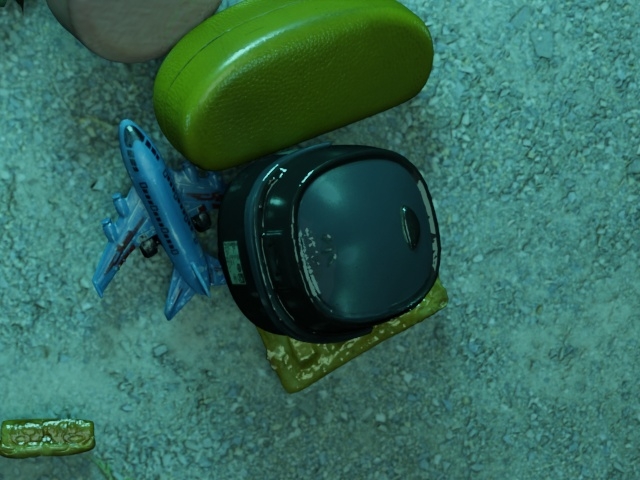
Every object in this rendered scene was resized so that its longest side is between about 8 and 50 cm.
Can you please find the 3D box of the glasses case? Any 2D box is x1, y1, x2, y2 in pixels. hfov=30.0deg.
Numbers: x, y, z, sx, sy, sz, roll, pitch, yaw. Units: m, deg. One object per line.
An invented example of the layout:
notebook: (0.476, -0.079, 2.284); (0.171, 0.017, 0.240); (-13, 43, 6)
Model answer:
glasses case: (-0.039, -0.229, 1.534); (0.371, 0.141, 0.173); (-23, 132, -21)

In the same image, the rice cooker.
rice cooker: (0.000, 0.000, 1.494); (0.267, 0.224, 0.267); (0, 90, -32)

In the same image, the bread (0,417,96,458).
bread: (-0.364, 0.263, 1.587); (0.132, 0.074, 0.053); (0, 81, -17)

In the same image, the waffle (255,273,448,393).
waffle: (0.032, 0.080, 1.674); (0.274, 0.057, 0.168); (-29, 107, -9)

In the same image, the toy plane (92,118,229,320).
toy plane: (-0.200, -0.036, 1.562); (0.254, 0.105, 0.271); (-27, 105, -11)

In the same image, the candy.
candy: (-0.215, -0.342, 1.447); (0.255, 0.094, 0.255); (-29, 143, -25)

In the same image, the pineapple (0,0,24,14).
pineapple: (-0.308, -0.447, 1.430); (0.165, 0.165, 0.364); (33, 91, -19)
